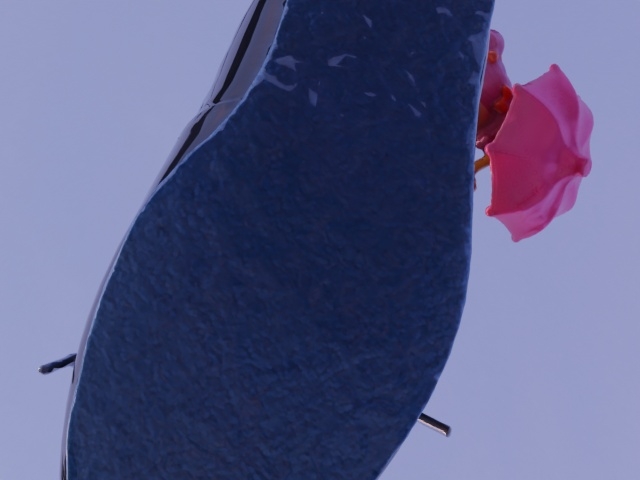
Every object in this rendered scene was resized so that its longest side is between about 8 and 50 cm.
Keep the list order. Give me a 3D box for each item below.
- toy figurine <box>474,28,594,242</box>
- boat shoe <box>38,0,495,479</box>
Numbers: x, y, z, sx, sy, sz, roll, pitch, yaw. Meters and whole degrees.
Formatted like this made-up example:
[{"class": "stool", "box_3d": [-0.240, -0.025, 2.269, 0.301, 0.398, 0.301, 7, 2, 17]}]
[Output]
[{"class": "toy figurine", "box_3d": [0.056, -0.046, 0.710, 0.159, 0.130, 0.173, -25, -109, 23]}, {"class": "boat shoe", "box_3d": [0.000, 0.000, 0.418, 0.109, 0.089, 0.258, 29, -126, -2]}]
